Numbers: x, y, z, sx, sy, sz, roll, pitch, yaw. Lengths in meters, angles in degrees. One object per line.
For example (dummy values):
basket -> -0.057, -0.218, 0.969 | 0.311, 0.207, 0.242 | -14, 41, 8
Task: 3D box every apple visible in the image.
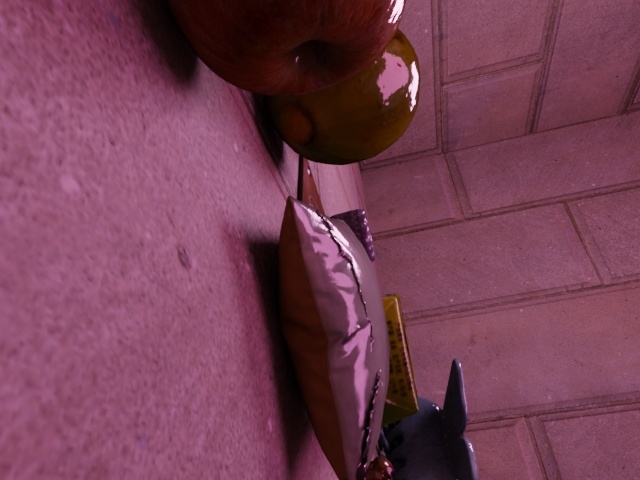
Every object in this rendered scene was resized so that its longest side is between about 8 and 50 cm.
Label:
apple -> -0.030, -0.234, 0.397 | 0.211, 0.211, 0.187 | 25, 54, -79

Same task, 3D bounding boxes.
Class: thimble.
thimble -> 0.083, -0.005, 1.178 | 0.150, 0.098, 0.150 | -12, 90, -82

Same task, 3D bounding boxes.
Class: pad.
pad -> 0.000, 0.000, 0.920 | 0.286, 0.018, 0.284 | -93, 167, -50

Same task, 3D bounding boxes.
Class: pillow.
pillow -> 0.025, 0.105, 0.600 | 0.310, 0.119, 0.312 | 9, 70, -77

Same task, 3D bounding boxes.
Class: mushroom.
mushroom -> 0.117, 0.504, 0.921 | 0.060, 0.061, 0.187 | -64, 156, -54

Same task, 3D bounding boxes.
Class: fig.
fig -> 0.029, -0.224, 0.708 | 0.271, 0.240, 0.239 | -61, 144, -43

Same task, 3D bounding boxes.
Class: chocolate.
chocolate -> 0.146, 0.264, 1.099 | 0.301, 0.137, 0.288 | 28, 51, -79

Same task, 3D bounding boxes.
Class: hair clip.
hair clip -> 0.279, 0.556, 1.197 | 0.318, 0.239, 0.392 | -85, 164, -53

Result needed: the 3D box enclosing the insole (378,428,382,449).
insole -> 0.171, 0.485, 1.392 | 0.327, 0.007, 0.111 | -84, 161, -63
